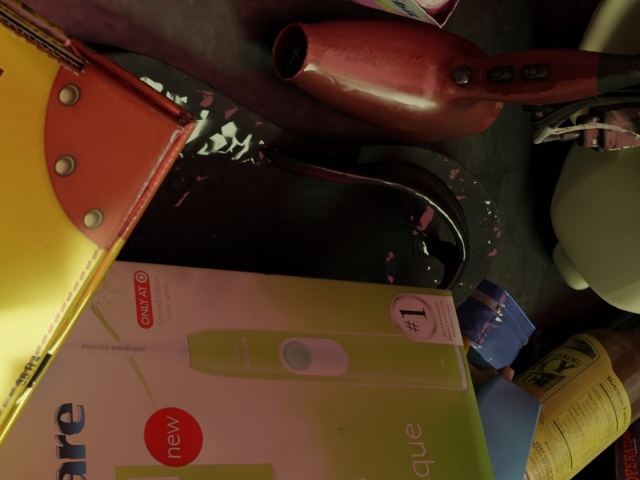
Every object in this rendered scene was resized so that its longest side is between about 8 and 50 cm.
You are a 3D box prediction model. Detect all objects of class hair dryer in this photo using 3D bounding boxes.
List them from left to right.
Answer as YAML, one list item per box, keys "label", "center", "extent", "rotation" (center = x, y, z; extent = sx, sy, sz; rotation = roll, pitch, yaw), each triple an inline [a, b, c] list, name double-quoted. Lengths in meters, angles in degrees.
- label: "hair dryer"
  center: [0.115, -0.116, 0.631]
  extent: [0.293, 0.223, 0.080]
  rotation: [1, 83, -1]

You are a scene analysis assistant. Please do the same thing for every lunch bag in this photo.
- label: "lunch bag"
  center: [0.145, 0.071, 0.853]
  extent: [0.065, 0.067, 0.098]
  rotation: [-54, 138, -8]

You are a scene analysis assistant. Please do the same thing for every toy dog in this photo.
- label: "toy dog"
  center: [0.431, -0.084, 0.857]
  extent: [0.408, 0.284, 0.395]
  rotation: [-24, 153, -27]

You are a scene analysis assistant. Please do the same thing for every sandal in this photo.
- label: "sandal"
  center: [-0.002, 0.002, 0.648]
  extent: [0.446, 0.107, 0.167]
  rotation: [12, 101, -46]

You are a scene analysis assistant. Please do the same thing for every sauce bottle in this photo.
- label: "sauce bottle"
  center: [0.261, 0.162, 0.981]
  extent: [0.344, 0.111, 0.111]
  rotation: [-28, 128, -33]

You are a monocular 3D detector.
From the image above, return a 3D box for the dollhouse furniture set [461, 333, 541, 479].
- label: "dollhouse furniture set"
  center: [-0.018, 0.215, 0.752]
  extent: [0.198, 0.286, 0.303]
  rotation: [35, 55, -11]

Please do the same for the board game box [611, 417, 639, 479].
- label: "board game box"
  center: [0.364, 0.321, 1.125]
  extent: [0.208, 0.056, 0.347]
  rotation: [-77, 160, -53]

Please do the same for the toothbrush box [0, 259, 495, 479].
- label: "toothbrush box"
  center: [-0.051, 0.132, 0.529]
  extent: [0.283, 0.206, 0.122]
  rotation: [6, 149, -26]

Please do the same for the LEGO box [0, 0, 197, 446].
- label: "LEGO box"
  center: [-0.334, 0.065, 0.300]
  extent: [0.372, 0.193, 0.500]
  rotation: [34, 86, -47]

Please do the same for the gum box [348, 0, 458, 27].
- label: "gum box"
  center: [0.066, -0.237, 0.590]
  extent: [0.062, 0.107, 0.188]
  rotation: [28, 90, -47]
